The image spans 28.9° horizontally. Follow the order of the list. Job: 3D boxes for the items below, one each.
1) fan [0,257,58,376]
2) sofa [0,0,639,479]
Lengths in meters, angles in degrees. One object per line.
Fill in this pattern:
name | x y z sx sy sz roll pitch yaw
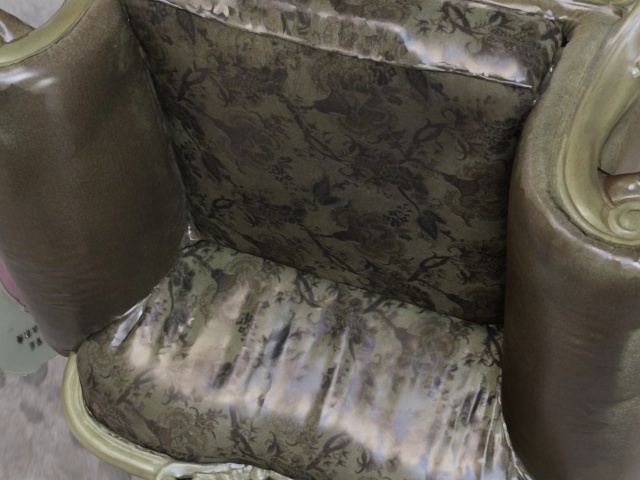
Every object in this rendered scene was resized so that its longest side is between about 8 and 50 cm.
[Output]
fan | -0.346 0.000 1.392 0.182 0.010 0.310 -38 122 -45
sofa | 0.000 0.000 0.435 0.258 0.200 0.182 17 56 16
